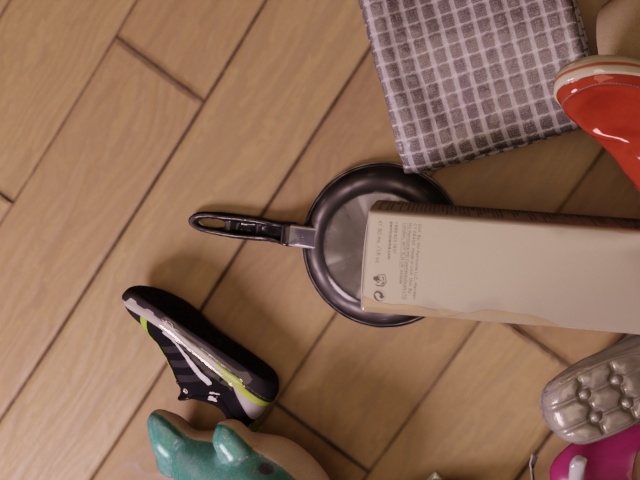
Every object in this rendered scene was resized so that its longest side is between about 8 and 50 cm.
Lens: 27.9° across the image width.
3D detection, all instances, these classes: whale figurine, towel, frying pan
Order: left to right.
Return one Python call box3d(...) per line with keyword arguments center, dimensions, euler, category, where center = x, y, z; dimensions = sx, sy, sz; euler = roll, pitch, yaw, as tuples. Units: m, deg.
box3d(center=(-0.109, 0.300, 1.506), dimensions=(0.272, 0.141, 0.216), euler=(23, 140, 28), category="whale figurine")
box3d(center=(0.016, -0.025, 1.519), dimensions=(0.326, 0.053, 0.197), euler=(29, 101, 8), category="frying pan")
box3d(center=(0.167, -0.233, 1.419), dimensions=(0.235, 0.121, 0.283), euler=(-16, 90, 15), category="towel")

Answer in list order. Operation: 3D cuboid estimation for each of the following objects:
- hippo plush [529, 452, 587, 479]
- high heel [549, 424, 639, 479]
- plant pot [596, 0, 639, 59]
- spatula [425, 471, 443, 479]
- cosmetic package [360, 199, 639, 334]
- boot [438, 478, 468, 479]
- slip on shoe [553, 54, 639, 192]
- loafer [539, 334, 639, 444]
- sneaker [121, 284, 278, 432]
box3d(center=(0.305, 0.402, 1.403), dimensions=(0.237, 0.234, 0.294), euler=(16, 78, -13), category="hippo plush")
box3d(center=(0.424, 0.243, 1.352), dimensions=(0.377, 0.181, 0.127), euler=(-12, 92, 16), category="high heel")
box3d(center=(0.431, -0.215, 1.301), dimensions=(0.274, 0.256, 0.256), euler=(-12, 91, 31), category="plant pot")
box3d(center=(0.115, 0.417, 1.537), dimensions=(0.168, 0.019, 0.242), euler=(44, 104, 7), category="spatula")
box3d(center=(0.204, 0.025, 1.384), dimensions=(0.310, 0.160, 0.113), euler=(5, 97, 6), category="cosmetic package")
box3d(center=(0.104, 0.426, 1.470), dimensions=(0.283, 0.109, 0.220), euler=(-38, 115, -24), category="boot")
box3d(center=(0.364, -0.067, 1.275), dimensions=(0.331, 0.101, 0.123), euler=(37, 146, -16), category="slip on shoe")
box3d(center=(0.390, 0.132, 1.393), dimensions=(0.320, 0.111, 0.112), euler=(-17, 90, 2), category="loafer")
box3d(center=(-0.160, 0.149, 1.559), dimensions=(0.235, 0.084, 0.097), euler=(37, 104, 10), category="sneaker")
